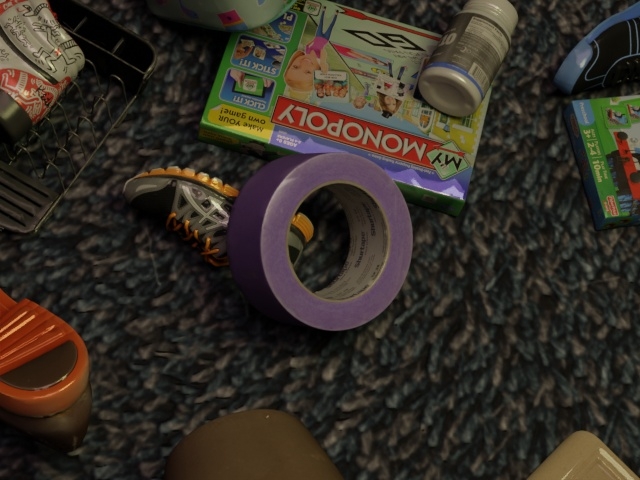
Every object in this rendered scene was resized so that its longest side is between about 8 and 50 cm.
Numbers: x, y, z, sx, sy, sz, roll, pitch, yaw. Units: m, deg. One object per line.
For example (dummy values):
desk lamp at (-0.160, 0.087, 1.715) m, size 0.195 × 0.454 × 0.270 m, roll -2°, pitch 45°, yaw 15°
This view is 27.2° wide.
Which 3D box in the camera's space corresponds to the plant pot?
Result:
plant pot at (-0.053, 0.294, 1.254) m, size 0.263 × 0.263 × 0.229 m, roll -13°, pitch 50°, yaw -14°

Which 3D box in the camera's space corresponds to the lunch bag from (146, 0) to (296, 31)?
lunch bag at (-0.091, -0.368, 1.559) m, size 0.224 × 0.108 × 0.279 m, roll 20°, pitch 57°, yaw 36°

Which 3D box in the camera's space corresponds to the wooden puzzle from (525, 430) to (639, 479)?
wooden puzzle at (0.286, 0.349, 1.374) m, size 0.238 × 0.044 × 0.221 m, roll 43°, pitch 67°, yaw 16°

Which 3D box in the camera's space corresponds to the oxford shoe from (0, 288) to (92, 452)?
oxford shoe at (-0.370, 0.092, 1.344) m, size 0.130 × 0.133 × 0.363 m, roll -35°, pitch 55°, yaw -29°

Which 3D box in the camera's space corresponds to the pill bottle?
pill bottle at (0.174, -0.218, 1.536) m, size 0.078 × 0.078 × 0.137 m, roll 27°, pitch 64°, yaw 4°

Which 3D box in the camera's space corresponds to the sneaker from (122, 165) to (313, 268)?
sneaker at (-0.117, -0.016, 1.451) m, size 0.214 × 0.084 × 0.083 m, roll 18°, pitch 70°, yaw -1°

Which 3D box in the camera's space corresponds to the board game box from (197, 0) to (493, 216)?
board game box at (0.037, -0.171, 1.563) m, size 0.317 × 0.046 × 0.214 m, roll 16°, pitch 64°, yaw -1°

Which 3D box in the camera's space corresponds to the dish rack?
dish rack at (-0.333, -0.149, 1.480) m, size 0.208 × 0.074 × 0.271 m, roll 29°, pitch 66°, yaw 7°

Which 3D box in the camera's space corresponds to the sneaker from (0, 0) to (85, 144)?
sneaker at (-0.384, -0.233, 1.425) m, size 0.270 × 0.090 × 0.145 m, roll 38°, pitch 68°, yaw 6°

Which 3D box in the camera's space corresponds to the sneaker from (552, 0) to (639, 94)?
sneaker at (0.391, -0.232, 1.623) m, size 0.232 × 0.081 × 0.090 m, roll -34°, pitch 68°, yaw -22°

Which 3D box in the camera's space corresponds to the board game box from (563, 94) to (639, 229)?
board game box at (0.415, -0.101, 1.592) m, size 0.211 × 0.039 × 0.160 m, roll -6°, pitch 67°, yaw -12°

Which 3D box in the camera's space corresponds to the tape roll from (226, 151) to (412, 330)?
tape roll at (0.000, 0.000, 1.412) m, size 0.189 × 0.080 × 0.189 m, roll -1°, pitch 92°, yaw -32°
